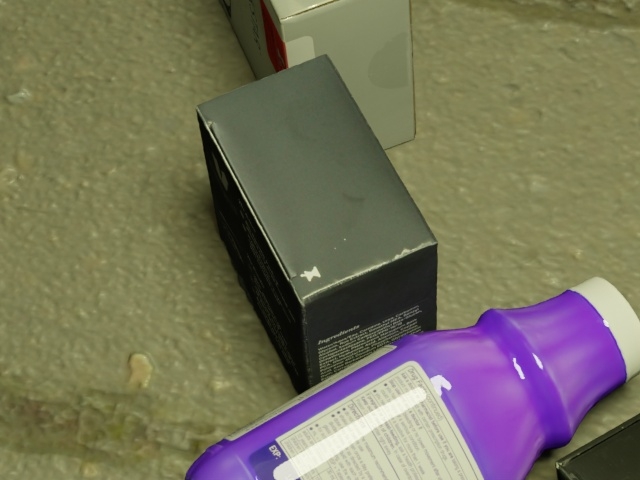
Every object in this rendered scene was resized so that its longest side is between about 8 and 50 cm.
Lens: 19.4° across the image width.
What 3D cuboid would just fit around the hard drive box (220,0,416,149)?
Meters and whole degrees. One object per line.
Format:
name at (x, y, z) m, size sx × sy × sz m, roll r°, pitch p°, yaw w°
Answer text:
hard drive box at (-0.019, -0.191, 1.261) m, size 0.089 × 0.181 × 0.232 m, roll -20°, pitch 59°, yaw -8°

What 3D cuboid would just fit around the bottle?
bottle at (0.063, 0.116, 1.110) m, size 0.283 × 0.092 × 0.118 m, roll -30°, pitch 95°, yaw -13°

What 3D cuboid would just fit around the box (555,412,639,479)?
box at (0.264, 0.154, 1.081) m, size 0.184 × 0.045 × 0.191 m, roll -25°, pitch 43°, yaw -15°

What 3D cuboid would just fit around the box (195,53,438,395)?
box at (0.000, 0.000, 1.156) m, size 0.093 × 0.158 × 0.156 m, roll -23°, pitch 61°, yaw -10°
